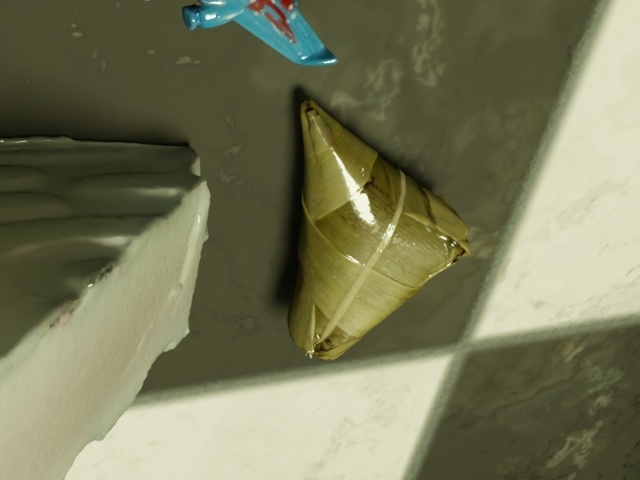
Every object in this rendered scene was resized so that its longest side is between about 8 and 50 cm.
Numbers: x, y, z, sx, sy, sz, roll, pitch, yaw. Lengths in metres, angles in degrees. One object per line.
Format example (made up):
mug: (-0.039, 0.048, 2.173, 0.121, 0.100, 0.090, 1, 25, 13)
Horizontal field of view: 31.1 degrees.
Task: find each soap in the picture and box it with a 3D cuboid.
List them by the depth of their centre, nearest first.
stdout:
soap: (-0.138, 0.067, 0.649, 0.258, 0.302, 0.159, -1, 122, -30)

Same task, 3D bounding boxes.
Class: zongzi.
zongzi: (0.000, 0.000, 0.830, 0.176, 0.078, 0.160, 32, 109, -35)

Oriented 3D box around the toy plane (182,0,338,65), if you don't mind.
toy plane: (-0.050, -0.190, 0.591, 0.271, 0.105, 0.254, -15, 135, -17)
